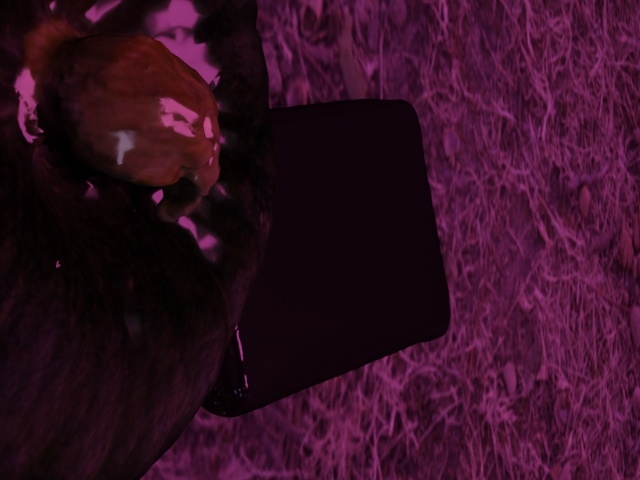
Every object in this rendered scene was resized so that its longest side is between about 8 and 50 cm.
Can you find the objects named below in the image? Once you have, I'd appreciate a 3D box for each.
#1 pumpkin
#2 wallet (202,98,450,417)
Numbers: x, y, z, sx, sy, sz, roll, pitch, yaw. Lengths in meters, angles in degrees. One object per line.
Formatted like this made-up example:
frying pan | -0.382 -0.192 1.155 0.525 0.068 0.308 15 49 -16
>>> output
pumpkin | -0.132 -0.038 0.537 0.300 0.207 0.300 3 86 -61
wallet | 0.000 0.000 0.941 0.250 0.044 0.149 -17 99 -59
